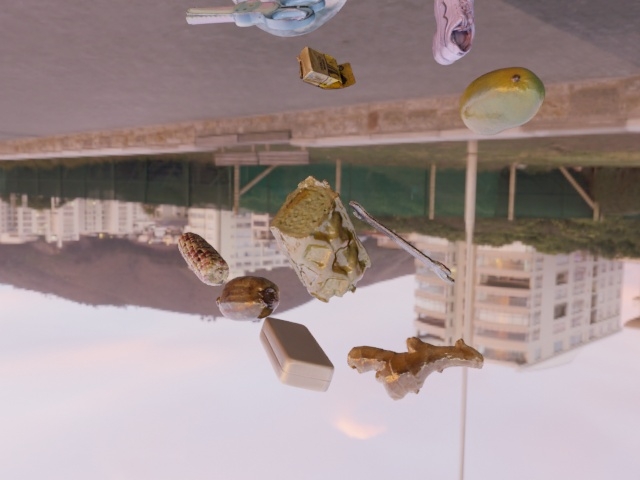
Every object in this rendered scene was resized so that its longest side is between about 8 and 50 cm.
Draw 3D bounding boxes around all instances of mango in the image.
[{"bbox_3d":[0.312,-0.240,1.076,0.122,0.086,0.191,9,163,-20],"label":"mango"}]

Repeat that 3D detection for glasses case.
[{"bbox_3d":[-0.074,0.314,1.711,0.144,0.076,0.336,15,-172,-18],"label":"glasses case"}]

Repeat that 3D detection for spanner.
[{"bbox_3d":[0.175,0.001,1.336,0.302,0.017,0.071,38,168,29],"label":"spanner"}]

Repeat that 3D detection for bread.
[{"bbox_3d":[0.003,0.003,1.560,0.196,0.252,0.239,1,-131,34],"label":"bread"}]

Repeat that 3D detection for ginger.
[{"bbox_3d":[0.235,0.308,1.500,0.333,0.148,0.081,-13,153,7],"label":"ginger"}]

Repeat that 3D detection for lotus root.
[{"bbox_3d":[-0.231,0.179,1.853,0.260,0.145,0.128,-10,133,44],"label":"lotus root"}]

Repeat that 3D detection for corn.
[{"bbox_3d":[-0.327,0.041,1.656,0.086,0.086,0.253,-2,-155,-32],"label":"corn"}]

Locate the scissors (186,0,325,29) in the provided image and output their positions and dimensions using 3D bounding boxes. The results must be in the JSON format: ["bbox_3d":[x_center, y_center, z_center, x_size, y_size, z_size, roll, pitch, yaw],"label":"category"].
[{"bbox_3d":[-0.121,-0.394,1.052,0.256,0.030,0.125,4,-137,21],"label":"scissors"}]

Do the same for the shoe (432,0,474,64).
[{"bbox_3d":[0.356,-0.582,1.565,0.095,0.245,0.137,3,-167,-14],"label":"shoe"}]

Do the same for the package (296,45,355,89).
[{"bbox_3d":[0.011,-0.377,1.349,0.131,0.071,0.047,6,149,-40],"label":"package"}]

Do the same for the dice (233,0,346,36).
[{"bbox_3d":[-0.098,-0.852,1.816,0.330,0.348,0.328,-24,152,36],"label":"dice"}]
